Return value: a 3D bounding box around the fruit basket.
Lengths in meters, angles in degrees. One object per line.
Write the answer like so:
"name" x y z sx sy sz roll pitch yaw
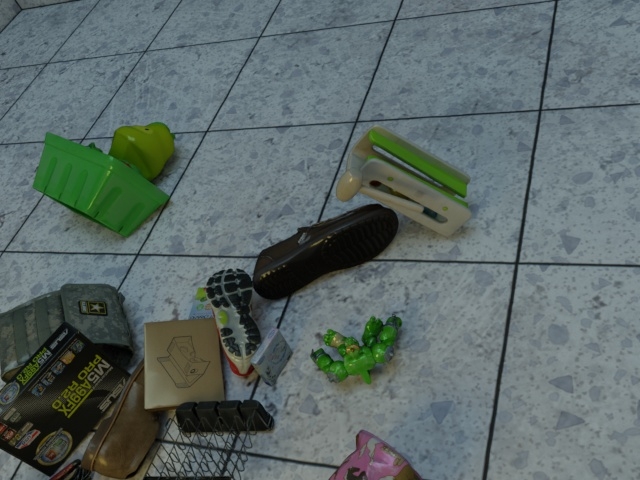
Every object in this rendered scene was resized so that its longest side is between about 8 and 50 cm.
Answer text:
"fruit basket" -0.588 -0.226 2.058 0.392 0.283 0.392 -14 59 25

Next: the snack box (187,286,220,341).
"snack box" -0.253 0.172 1.670 0.100 0.037 0.141 -6 48 20

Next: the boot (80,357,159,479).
"boot" -0.385 0.367 1.526 0.115 0.112 0.305 20 48 1

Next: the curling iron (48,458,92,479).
"curling iron" -0.592 0.544 1.471 0.274 0.035 0.068 -32 44 -7

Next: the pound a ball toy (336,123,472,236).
"pound a ball toy" 0.167 -0.102 1.551 0.136 0.319 0.208 -46 26 43

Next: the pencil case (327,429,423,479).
"pencil case" 0.010 0.492 1.160 0.386 0.160 0.167 -45 39 -19

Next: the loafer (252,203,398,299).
"loafer" 0.000 0.000 1.649 0.366 0.133 0.130 -24 44 2

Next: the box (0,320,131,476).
"box" -0.554 0.335 1.507 0.060 0.216 0.270 24 66 39

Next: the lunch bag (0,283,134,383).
"lunch bag" -0.589 0.227 1.681 0.287 0.169 0.235 -24 40 -9

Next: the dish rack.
"dish rack" -0.223 0.413 1.359 0.208 0.074 0.271 -8 32 19

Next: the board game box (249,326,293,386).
"board game box" -0.101 0.243 1.496 0.020 0.090 0.090 14 55 33

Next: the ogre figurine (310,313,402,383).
"ogre figurine" 0.077 0.223 1.440 0.197 0.096 0.118 -7 26 -3

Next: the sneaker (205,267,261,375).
"sneaker" -0.194 0.179 1.578 0.107 0.118 0.279 -4 44 -10

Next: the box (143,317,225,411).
"box" -0.296 0.264 1.542 0.165 0.021 0.201 -3 57 -10
